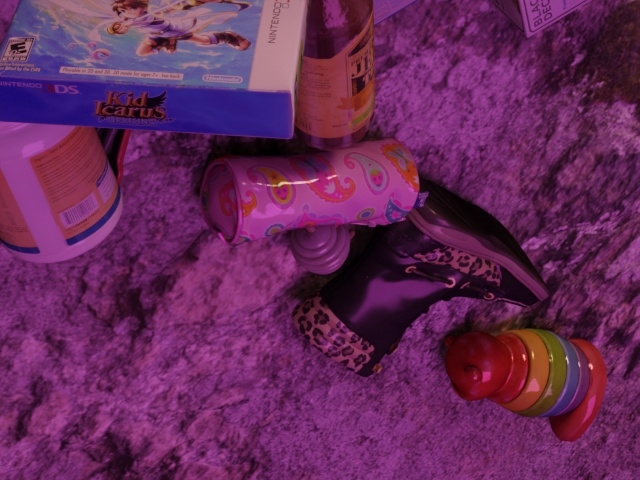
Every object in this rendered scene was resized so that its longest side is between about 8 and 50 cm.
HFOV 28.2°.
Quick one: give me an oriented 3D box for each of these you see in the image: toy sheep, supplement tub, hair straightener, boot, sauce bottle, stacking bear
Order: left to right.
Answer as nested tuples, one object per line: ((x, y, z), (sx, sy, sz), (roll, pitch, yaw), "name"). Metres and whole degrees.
((-0.304, -0.091, 1.353), (0.144, 0.144, 0.199), (-25, 131, -11), "supplement tub")
((-0.261, -0.102, 1.464), (0.089, 0.047, 0.230), (-1, 131, -36), "hair straightener")
((0.000, 0.000, 1.737), (0.091, 0.091, 0.132), (-34, 148, 1), "toy sheep")
((0.006, -0.235, 1.424), (0.111, 0.111, 0.344), (-26, 153, -11), "sauce bottle")
((0.155, 0.079, 1.891), (0.284, 0.138, 0.377), (-43, 145, 16), "boot")
((0.333, 0.225, 2.172), (0.289, 0.175, 0.164), (13, 125, -35), "stacking bear")

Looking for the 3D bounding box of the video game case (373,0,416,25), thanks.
((0.079, -0.333, 1.489), (0.119, 0.015, 0.166), (-31, 143, -3), "video game case")

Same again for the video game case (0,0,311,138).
((-0.148, -0.203, 1.196), (0.270, 0.244, 0.061), (4, 135, 2), "video game case")

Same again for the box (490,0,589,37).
((0.337, -0.394, 1.552), (0.290, 0.087, 0.169), (-30, 142, -5), "box")

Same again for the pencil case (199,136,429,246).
((-0.009, -0.062, 1.632), (0.284, 0.124, 0.124), (-8, 135, -31), "pencil case")
